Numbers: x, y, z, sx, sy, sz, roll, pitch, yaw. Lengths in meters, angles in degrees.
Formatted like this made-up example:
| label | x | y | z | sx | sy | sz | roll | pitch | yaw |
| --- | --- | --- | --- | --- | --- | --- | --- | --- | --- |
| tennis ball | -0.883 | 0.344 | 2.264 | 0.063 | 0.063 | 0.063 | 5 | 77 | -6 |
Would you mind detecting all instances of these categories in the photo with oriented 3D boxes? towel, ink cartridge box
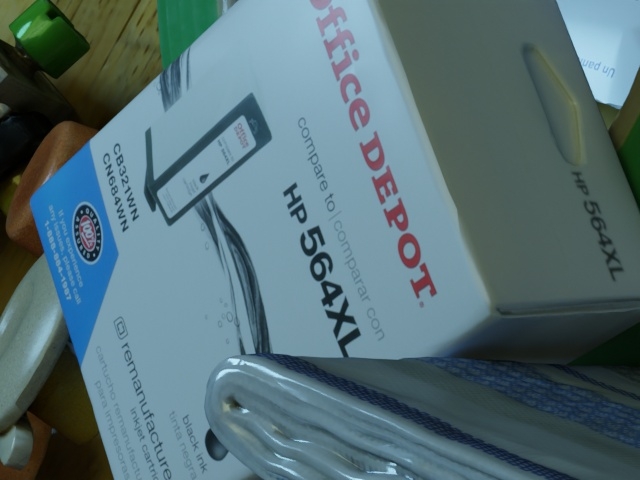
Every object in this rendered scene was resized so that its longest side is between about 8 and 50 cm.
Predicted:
| label | x | y | z | sx | sy | sz | roll | pitch | yaw |
| --- | --- | --- | --- | --- | --- | --- | --- | --- | --- |
| towel | 0.129 | 0.076 | 0.522 | 0.209 | 0.285 | 0.034 | 21 | 100 | 40 |
| ink cartridge box | 0.000 | 0.000 | 0.660 | 0.203 | 0.086 | 0.148 | -39 | 63 | 43 |

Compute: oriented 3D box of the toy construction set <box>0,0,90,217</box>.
| label | x | y | z | sx | sy | sz | roll | pitch | yaw |
| --- | --- | --- | --- | --- | --- | --- | --- | --- | --- |
| toy construction set | -0.256 | -0.088 | 0.892 | 0.237 | 0.309 | 0.257 | -35 | 57 | 8 |

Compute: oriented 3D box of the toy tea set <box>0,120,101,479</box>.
| label | x | y | z | sx | sy | sz | roll | pitch | yaw |
| --- | --- | --- | --- | --- | --- | --- | --- | --- | --- |
| toy tea set | -0.108 | 0.107 | 0.807 | 0.336 | 0.124 | 0.200 | -66 | 19 | -9 |

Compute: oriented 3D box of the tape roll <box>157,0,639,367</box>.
| label | x | y | z | sx | sy | sz | roll | pitch | yaw |
| --- | --- | --- | --- | --- | --- | --- | --- | --- | --- |
| tape roll | 0.063 | -0.107 | 0.709 | 0.321 | 0.077 | 0.321 | 3 | 93 | 48 |

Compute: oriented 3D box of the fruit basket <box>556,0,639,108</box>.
| label | x | y | z | sx | sy | sz | roll | pitch | yaw |
| --- | --- | --- | --- | --- | --- | --- | --- | --- | --- |
| fruit basket | 0.217 | -0.197 | 0.723 | 0.327 | 0.165 | 0.353 | 24 | 96 | 43 |
